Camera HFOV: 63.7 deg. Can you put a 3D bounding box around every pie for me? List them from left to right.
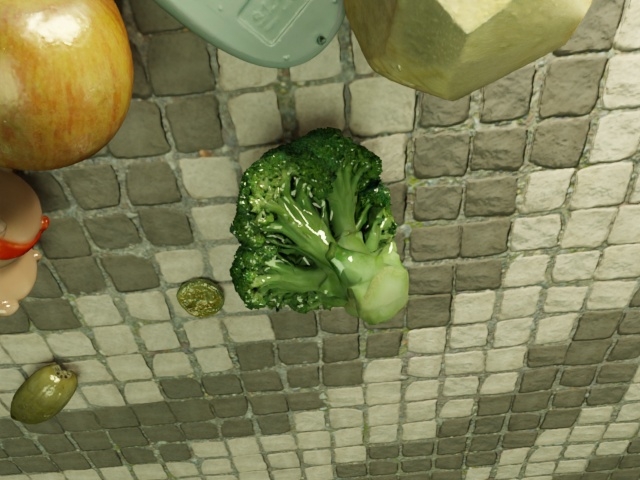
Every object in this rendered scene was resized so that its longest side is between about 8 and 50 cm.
[{"bbox_3d":[-0.203,0.099,0.883,0.084,0.021,0.084,-1,126,-2],"label":"pie"}]

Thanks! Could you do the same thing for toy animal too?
[{"bbox_3d":[-0.454,-0.008,0.692,0.171,0.171,0.198,13,130,-14],"label":"toy animal"}]

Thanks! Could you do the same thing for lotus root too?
[{"bbox_3d":[-0.541,0.306,0.996,0.183,0.077,0.090,-38,122,23],"label":"lotus root"}]

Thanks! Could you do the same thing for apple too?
[{"bbox_3d":[-0.301,-0.178,0.527,0.211,0.211,0.188,9,131,-11],"label":"apple"}]

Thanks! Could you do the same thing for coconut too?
[{"bbox_3d":[0.135,-0.243,0.481,0.236,0.237,0.197,-20,170,13],"label":"coconut"}]

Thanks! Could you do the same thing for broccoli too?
[{"bbox_3d":[0.000,0.000,0.657,0.270,0.270,0.270,-19,130,-25],"label":"broccoli"}]

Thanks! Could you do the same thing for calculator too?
[{"bbox_3d":[-0.101,-0.304,0.538,0.299,0.041,0.185,34,120,-29],"label":"calculator"}]
